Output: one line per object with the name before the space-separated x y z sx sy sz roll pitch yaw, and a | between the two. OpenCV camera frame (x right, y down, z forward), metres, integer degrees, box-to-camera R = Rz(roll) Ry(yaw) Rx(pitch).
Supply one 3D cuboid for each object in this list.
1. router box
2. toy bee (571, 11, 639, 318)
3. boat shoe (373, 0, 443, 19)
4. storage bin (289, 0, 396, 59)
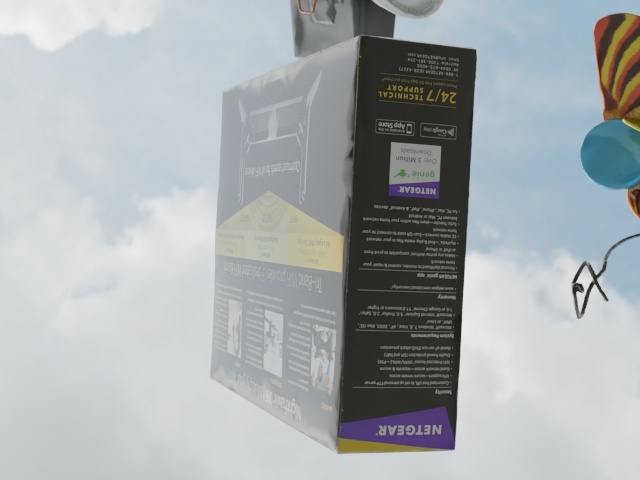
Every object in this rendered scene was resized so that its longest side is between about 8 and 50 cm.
router box | 0.000 0.000 0.768 0.081 0.309 0.242 3 -89 -20
toy bee | 0.350 -0.076 1.084 0.162 0.298 0.195 5 -152 27
boat shoe | 0.046 -0.275 1.014 0.227 0.079 0.081 42 -155 -38
storage bin | 0.020 -0.240 1.188 0.098 0.135 0.091 -16 -67 -42
